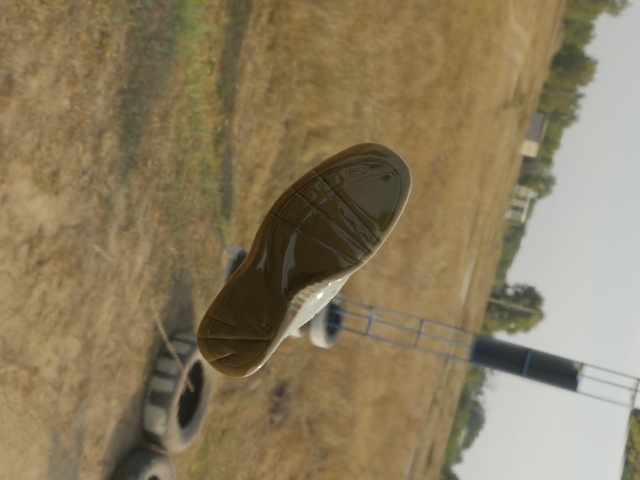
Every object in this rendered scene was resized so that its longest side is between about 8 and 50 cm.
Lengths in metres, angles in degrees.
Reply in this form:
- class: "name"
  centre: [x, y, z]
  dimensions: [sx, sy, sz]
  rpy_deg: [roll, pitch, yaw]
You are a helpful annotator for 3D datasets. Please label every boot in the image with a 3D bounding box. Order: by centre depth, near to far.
- class: "boot"
  centre: [0.000, 0.000, 0.712]
  dimensions: [0.213, 0.077, 0.165]
  rpy_deg: [-50, 177, 19]
